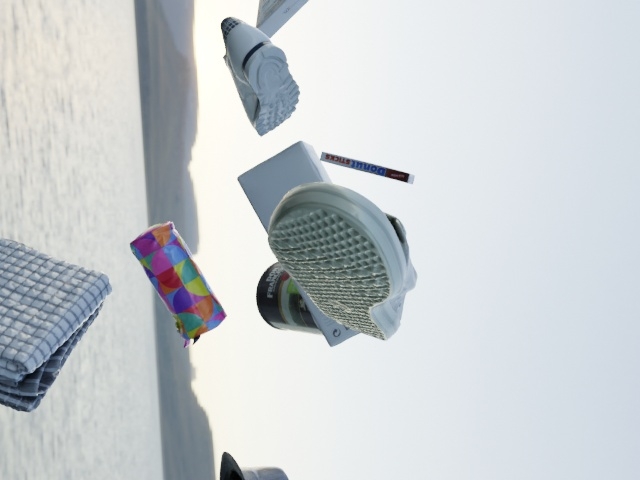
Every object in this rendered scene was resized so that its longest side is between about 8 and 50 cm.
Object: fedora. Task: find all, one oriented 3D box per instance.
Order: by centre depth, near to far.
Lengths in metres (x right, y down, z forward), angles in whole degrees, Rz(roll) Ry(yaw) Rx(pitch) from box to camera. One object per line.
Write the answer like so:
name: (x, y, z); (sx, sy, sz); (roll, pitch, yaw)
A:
fedora: (-0.126, 0.577, 1.648); (0.244, 0.124, 0.275); (20, -67, 61)

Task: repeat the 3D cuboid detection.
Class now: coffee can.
coffee can: (-0.018, 0.153, 2.080); (0.275, 0.202, 0.201); (-1, -87, 54)

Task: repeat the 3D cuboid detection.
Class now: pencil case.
pencil case: (-0.271, 0.082, 1.466); (0.236, 0.104, 0.104); (63, -11, -5)

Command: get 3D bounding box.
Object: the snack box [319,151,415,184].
snack box: (0.091, -0.141, 1.496); (0.064, 0.178, 0.022); (-5, 110, -74)

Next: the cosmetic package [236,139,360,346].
cosmetic package: (0.000, 0.000, 1.570); (0.384, 0.156, 0.217); (62, 7, -3)

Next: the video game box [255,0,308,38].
video game box: (-0.074, -0.602, 1.870); (0.205, 0.048, 0.187); (-37, -145, 29)

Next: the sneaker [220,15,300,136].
sneaker: (-0.096, -0.245, 1.174); (0.095, 0.090, 0.235); (43, -16, 17)

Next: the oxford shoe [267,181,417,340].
oxford shoe: (0.045, 0.012, 0.957); (0.130, 0.169, 0.449); (-63, 163, -13)

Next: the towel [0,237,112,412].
towel: (-0.473, 0.106, 1.108); (0.235, 0.284, 0.121); (-66, 172, -56)
